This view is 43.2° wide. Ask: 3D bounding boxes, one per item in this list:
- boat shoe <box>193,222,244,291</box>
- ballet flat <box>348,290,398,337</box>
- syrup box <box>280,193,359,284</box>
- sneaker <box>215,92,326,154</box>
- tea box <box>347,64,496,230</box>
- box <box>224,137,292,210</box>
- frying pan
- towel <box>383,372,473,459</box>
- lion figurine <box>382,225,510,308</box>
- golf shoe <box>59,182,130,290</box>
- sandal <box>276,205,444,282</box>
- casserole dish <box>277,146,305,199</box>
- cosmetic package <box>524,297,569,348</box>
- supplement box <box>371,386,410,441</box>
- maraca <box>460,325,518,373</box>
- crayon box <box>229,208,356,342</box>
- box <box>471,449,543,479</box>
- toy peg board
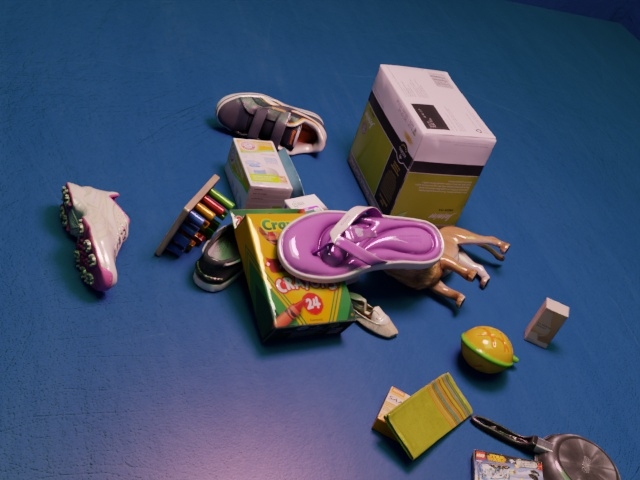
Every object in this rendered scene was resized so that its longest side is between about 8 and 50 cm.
[{"bbox_3d":[-0.180,0.005,1.839,0.114,0.091,0.302,26,37,6],"label":"boat shoe"},{"bbox_3d":[0.103,0.161,1.815,0.168,0.052,0.057,28,37,9],"label":"ballet flat"},{"bbox_3d":[0.000,0.000,1.930,0.093,0.096,0.237,-14,50,-37],"label":"syrup box"},{"bbox_3d":[-0.129,-0.321,2.242,0.321,0.126,0.127,7,33,-20],"label":"sneaker"},{"bbox_3d":[0.255,-0.240,2.163,0.220,0.323,0.329,2,42,-23],"label":"tea box"},{"bbox_3d":[-0.160,-0.158,2.041,0.114,0.103,0.203,3,41,-24],"label":"box"},{"bbox_3d":[0.491,0.432,1.676,0.197,0.053,0.326,-22,58,-43],"label":"frying pan"},{"bbox_3d":[0.222,0.348,1.625,0.237,0.021,0.102,-20,69,-50],"label":"towel"},{"bbox_3d":[0.304,0.037,2.026,0.240,0.142,0.392,30,23,23],"label":"lion figurine"},{"bbox_3d":[-0.460,-0.016,1.717,0.140,0.115,0.306,-1,43,-32],"label":"golf shoe"},{"bbox_3d":[0.099,-0.011,1.763,0.416,0.102,0.169,-5,63,-29],"label":"sandal"},{"bbox_3d":[-0.079,-0.158,2.086,0.037,0.114,0.188,-20,47,-6],"label":"casserole dish"},{"bbox_3d":[0.539,0.198,1.929,0.060,0.115,0.041,23,37,3],"label":"cosmetic package"},{"bbox_3d":[0.150,0.347,1.619,0.062,0.036,0.098,27,37,6],"label":"supplement box"},{"bbox_3d":[0.381,0.244,1.816,0.127,0.099,0.186,39,16,28],"label":"maraca"},{"bbox_3d":[-0.065,0.052,1.756,0.202,0.081,0.318,-3,63,-32],"label":"crayon box"},{"bbox_3d":[0.363,0.462,1.569,0.137,0.027,0.094,11,38,2],"label":"box"},{"bbox_3d":[-0.272,-0.039,1.805,0.079,0.161,0.160,36,37,-4],"label":"toy peg board"}]
